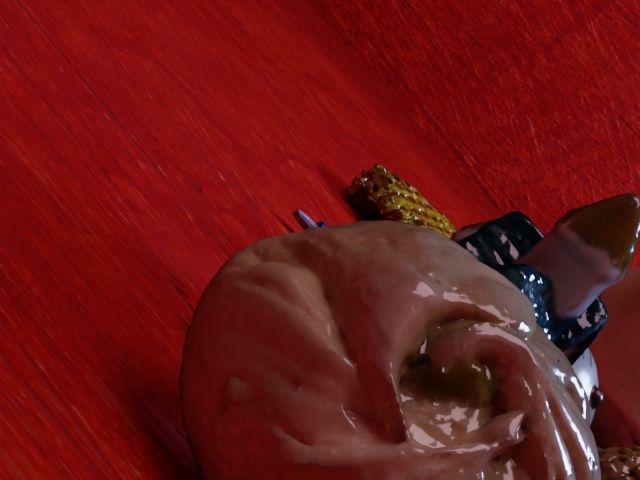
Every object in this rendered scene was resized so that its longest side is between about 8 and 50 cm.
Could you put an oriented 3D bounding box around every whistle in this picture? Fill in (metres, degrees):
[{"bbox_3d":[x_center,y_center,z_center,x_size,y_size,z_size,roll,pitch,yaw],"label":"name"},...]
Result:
[{"bbox_3d":[0.000,0.000,1.716,0.083,0.029,0.033,49,-29,-19],"label":"whistle"}]

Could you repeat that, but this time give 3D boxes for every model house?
[{"bbox_3d":[0.099,0.046,1.194,0.184,0.291,0.253,56,12,21],"label":"model house"}]

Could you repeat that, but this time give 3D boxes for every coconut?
[{"bbox_3d":[0.498,0.186,2.308,0.352,0.352,0.352,45,10,-10],"label":"coconut"}]

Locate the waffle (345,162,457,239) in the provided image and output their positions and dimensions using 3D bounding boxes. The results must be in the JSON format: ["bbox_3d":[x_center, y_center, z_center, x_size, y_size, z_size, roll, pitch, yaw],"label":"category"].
[{"bbox_3d":[0.116,-0.015,2.161,0.197,0.070,0.193,38,13,-29],"label":"waffle"}]

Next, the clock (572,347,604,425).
[{"bbox_3d":[0.146,0.109,1.517,0.243,0.200,0.146,38,-25,-30],"label":"clock"}]

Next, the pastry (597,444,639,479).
[{"bbox_3d":[0.306,0.286,1.400,0.315,0.184,0.284,44,9,-16],"label":"pastry"}]

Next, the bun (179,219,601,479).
[{"bbox_3d":[0.057,0.099,0.954,0.259,0.160,0.259,21,50,-27],"label":"bun"}]
